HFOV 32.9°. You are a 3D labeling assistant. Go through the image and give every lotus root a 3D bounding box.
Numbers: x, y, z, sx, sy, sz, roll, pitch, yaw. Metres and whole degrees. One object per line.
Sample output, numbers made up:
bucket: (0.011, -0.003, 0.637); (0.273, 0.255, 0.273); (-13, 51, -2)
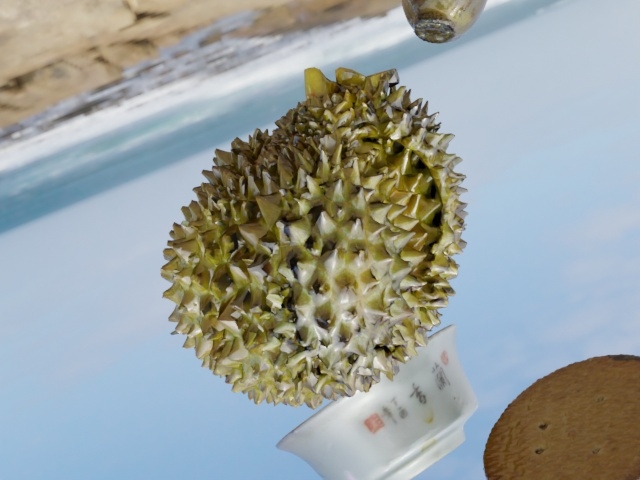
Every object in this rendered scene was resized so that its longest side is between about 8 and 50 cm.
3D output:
lotus root: (0.162, -0.356, 1.380); (0.122, 0.241, 0.124); (0, 153, 8)

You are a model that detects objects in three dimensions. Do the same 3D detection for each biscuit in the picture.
biscuit: (0.366, 0.271, 1.504); (0.305, 0.038, 0.305); (-27, -156, 13)

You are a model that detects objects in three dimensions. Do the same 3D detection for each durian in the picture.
durian: (0.008, 0.008, 0.936); (0.293, 0.258, 0.258); (-58, -163, -15)

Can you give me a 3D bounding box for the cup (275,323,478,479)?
cup: (0.114, 0.294, 1.716); (0.347, 0.163, 0.347); (-32, 170, -6)
